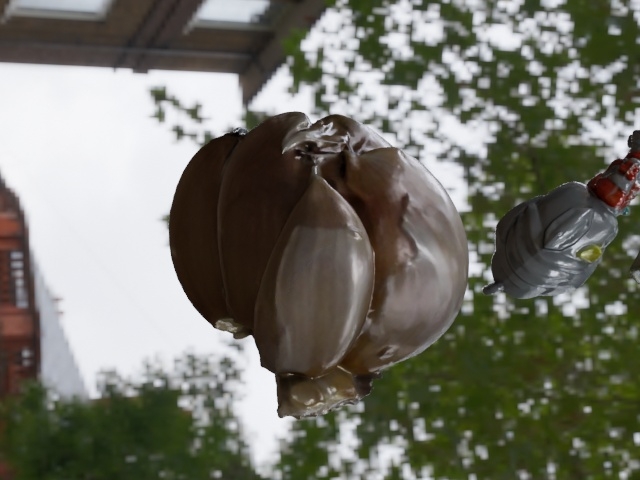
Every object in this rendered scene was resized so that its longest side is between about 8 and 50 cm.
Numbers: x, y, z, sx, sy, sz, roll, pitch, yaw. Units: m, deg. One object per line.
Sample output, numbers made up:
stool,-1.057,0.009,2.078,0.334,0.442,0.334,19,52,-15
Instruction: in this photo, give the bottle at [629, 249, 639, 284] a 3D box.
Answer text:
bottle,0.272,-0.052,0.942,0.201,0.072,0.072,-62,-155,-9

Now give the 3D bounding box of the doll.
doll,0.195,-0.017,1.127,0.079,0.180,0.094,46,4,7

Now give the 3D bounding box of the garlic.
garlic,0.000,0.000,1.027,0.214,0.160,0.191,-139,-125,-58
